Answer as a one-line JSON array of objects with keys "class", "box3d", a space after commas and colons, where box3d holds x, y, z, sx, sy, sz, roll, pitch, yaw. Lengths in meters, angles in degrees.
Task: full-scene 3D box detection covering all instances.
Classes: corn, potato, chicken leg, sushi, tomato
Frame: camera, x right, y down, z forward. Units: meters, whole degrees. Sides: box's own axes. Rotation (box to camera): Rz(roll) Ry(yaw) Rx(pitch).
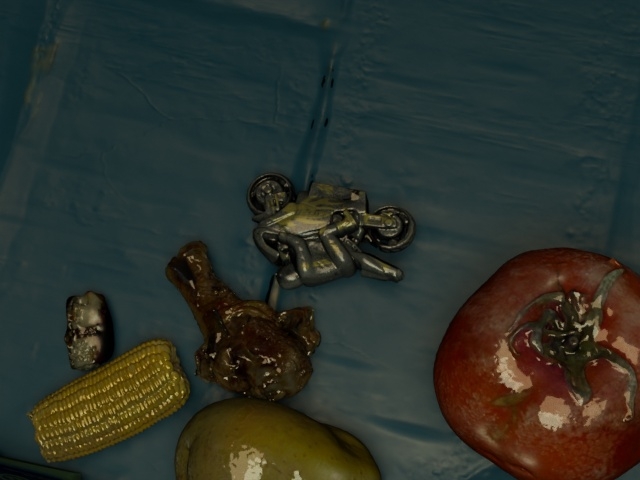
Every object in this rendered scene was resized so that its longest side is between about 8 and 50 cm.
[{"class": "corn", "box3d": [-0.217, 0.167, 1.016, 0.165, 0.063, 0.085, -25, 85, 0]}, {"class": "potato", "box3d": [-0.040, 0.230, 0.954, 0.194, 0.157, 0.157, 4, 76, -18]}, {"class": "chicken leg", "box3d": [-0.090, 0.092, 1.023, 0.196, 0.080, 0.125, 29, 70, 18]}, {"class": "sushi", "box3d": [-0.244, 0.095, 1.045, 0.046, 0.044, 0.083, -9, 78, 4]}, {"class": "tomato", "box3d": [0.227, 0.123, 0.926, 0.232, 0.188, 0.232, -1, 70, 3]}]

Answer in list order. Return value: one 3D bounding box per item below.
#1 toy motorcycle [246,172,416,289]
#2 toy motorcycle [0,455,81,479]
[{"class": "toy motorcycle", "box3d": [0.000, 0.000, 1.038, 0.193, 0.061, 0.124, 16, 72, 14]}, {"class": "toy motorcycle", "box3d": [-0.332, 0.281, 0.931, 0.326, 0.200, 0.191, 1, 76, 7]}]
